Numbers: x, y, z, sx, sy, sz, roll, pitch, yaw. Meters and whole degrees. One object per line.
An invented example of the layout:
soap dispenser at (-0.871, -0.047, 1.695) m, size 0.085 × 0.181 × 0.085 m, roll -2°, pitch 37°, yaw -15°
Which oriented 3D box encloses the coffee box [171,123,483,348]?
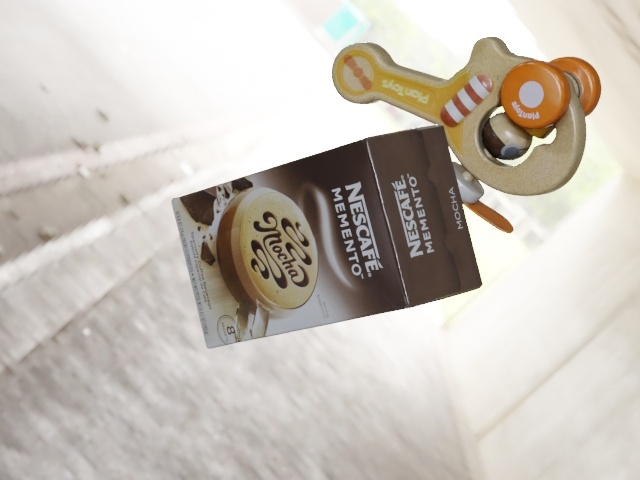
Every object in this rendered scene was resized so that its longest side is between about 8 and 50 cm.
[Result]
coffee box at (0.000, 0.000, 1.530) m, size 0.119 × 0.297 × 0.168 m, roll -13°, pitch 88°, yaw -45°

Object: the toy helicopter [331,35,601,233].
toy helicopter at (0.167, -0.154, 1.941) m, size 0.355 × 0.235 × 0.140 m, roll 23°, pitch 19°, yaw 25°
